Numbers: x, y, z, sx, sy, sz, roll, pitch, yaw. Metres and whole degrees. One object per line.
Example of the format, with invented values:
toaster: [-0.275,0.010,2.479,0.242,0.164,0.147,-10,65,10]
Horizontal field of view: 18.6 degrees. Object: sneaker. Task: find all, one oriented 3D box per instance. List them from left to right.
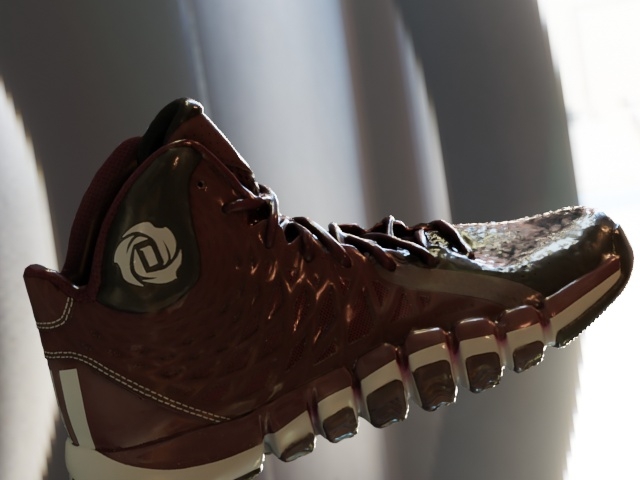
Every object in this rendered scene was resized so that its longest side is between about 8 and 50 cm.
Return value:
sneaker: [0.000,0.000,0.866,0.162,0.281,0.106,70,-17,-11]
